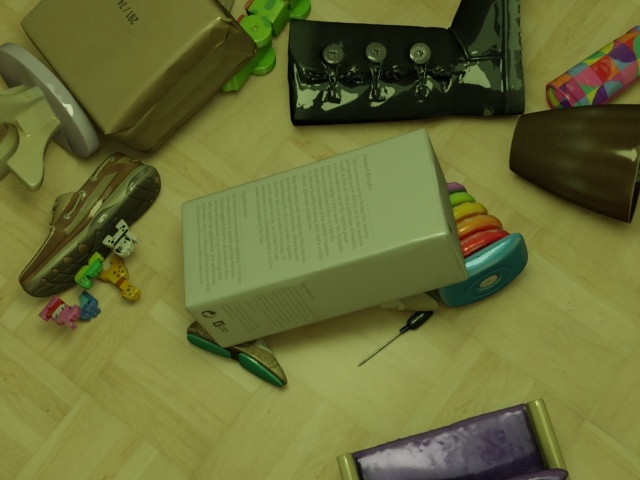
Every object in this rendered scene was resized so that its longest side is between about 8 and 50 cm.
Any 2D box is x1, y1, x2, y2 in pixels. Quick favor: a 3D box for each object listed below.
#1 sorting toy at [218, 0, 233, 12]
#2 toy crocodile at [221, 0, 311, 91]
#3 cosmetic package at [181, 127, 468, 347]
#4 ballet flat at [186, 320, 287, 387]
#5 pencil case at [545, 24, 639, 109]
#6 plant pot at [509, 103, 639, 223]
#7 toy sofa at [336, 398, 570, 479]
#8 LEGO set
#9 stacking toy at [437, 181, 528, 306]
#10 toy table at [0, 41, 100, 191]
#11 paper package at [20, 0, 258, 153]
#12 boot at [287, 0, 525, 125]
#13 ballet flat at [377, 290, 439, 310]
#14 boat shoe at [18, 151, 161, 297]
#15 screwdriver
[{"bbox_3d":[-0.260,-0.526,1.994,0.193,0.038,0.208,13,70,5],"label":"sorting toy"},{"bbox_3d":[-0.107,-0.437,1.923,0.105,0.115,0.340,28,75,14],"label":"toy crocodile"},{"bbox_3d":[0.000,0.000,1.688,0.453,0.161,0.230,-16,54,13],"label":"cosmetic package"},{"bbox_3d":[-0.140,0.190,1.771,0.206,0.073,0.067,28,62,5],"label":"ballet flat"},{"bbox_3d":[0.546,-0.316,1.879,0.236,0.104,0.104,-33,76,-6],"label":"pencil case"},{"bbox_3d":[0.469,-0.157,1.796,0.230,0.215,0.215,12,74,20],"label":"plant pot"},{"bbox_3d":[0.220,0.383,1.649,0.362,0.177,0.150,-15,75,-2],"label":"toy sofa"},{"bbox_3d":[-0.388,0.086,1.792,0.093,0.087,0.227,33,77,26],"label":"LEGO set"},{"bbox_3d":[0.232,-0.043,1.796,0.175,0.166,0.302,-30,64,2],"label":"stacking toy"},{"bbox_3d":[-0.559,-0.223,1.825,0.274,0.252,0.161,38,61,21],"label":"toy table"},{"bbox_3d":[-0.336,-0.374,1.822,0.309,0.168,0.325,-43,67,6],"label":"paper package"},{"bbox_3d":[0.156,-0.400,1.900,0.445,0.146,0.367,-3,72,5],"label":"boot"},{"bbox_3d":[0.097,0.075,1.789,0.248,0.086,0.086,35,78,20],"label":"ballet flat"},{"bbox_3d":[-0.439,-0.032,1.822,0.116,0.123,0.324,37,72,18],"label":"boat shoe"},{"bbox_3d":[0.133,0.173,1.791,0.170,0.024,0.025,-33,105,-5],"label":"screwdriver"}]
